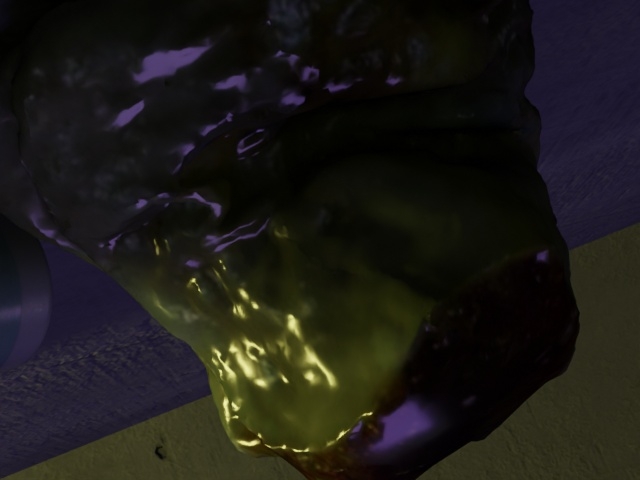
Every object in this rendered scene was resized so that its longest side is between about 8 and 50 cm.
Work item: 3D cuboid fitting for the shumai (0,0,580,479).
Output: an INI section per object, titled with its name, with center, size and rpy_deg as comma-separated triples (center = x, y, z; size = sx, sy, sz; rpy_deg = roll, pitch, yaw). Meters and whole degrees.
[shumai]
center = 0.000, 0.000, 0.798
size = 0.309, 0.263, 0.304
rpy_deg = -20, 169, -18

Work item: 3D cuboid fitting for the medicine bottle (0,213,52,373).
[medicine bottle]
center = -0.301, 0.046, 0.821
size = 0.110, 0.110, 0.352
rpy_deg = -29, 169, 36
